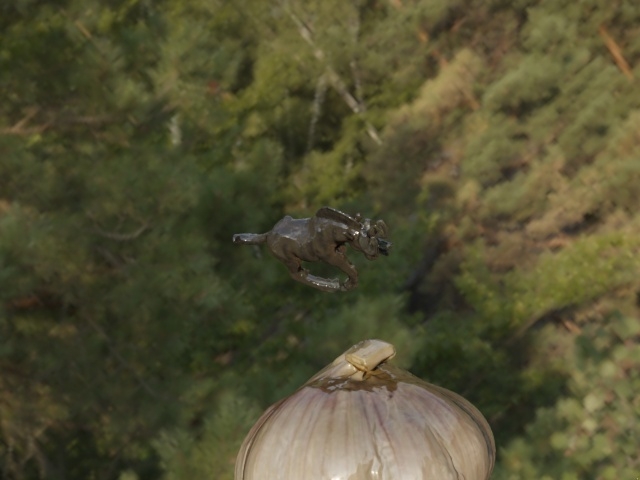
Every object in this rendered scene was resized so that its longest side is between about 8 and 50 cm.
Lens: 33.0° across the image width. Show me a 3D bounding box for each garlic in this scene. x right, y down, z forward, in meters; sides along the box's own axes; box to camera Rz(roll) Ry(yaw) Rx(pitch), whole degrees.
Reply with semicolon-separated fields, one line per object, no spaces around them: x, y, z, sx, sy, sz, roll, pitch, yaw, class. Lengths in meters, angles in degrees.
0.050;0.264;1.288;0.322;0.241;0.322;-29;13;7;garlic

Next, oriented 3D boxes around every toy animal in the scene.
0.000;0.000;1.468;0.232;0.148;0.085;0;55;34;toy animal

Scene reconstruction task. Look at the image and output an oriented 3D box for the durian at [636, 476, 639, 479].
0.383;0.327;1.235;0.086;0.100;0.215;-24;22;-40;durian
